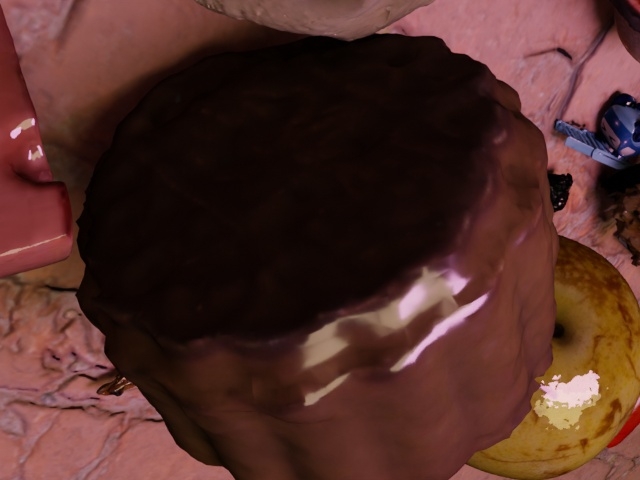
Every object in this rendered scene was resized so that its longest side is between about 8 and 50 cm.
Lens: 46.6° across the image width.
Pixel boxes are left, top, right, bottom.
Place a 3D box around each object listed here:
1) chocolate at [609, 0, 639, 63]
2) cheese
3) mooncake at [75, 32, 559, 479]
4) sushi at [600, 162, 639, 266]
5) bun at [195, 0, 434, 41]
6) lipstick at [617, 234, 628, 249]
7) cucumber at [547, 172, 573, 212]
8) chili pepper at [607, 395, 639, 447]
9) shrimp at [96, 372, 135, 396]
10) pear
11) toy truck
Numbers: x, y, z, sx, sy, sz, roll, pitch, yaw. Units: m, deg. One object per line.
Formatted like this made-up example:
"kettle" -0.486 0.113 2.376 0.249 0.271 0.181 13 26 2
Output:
"chocolate" 0.345 -0.228 0.699 0.221 0.221 0.147 -32 164 -9
"cheese" -0.211 -0.039 0.420 0.128 0.177 0.203 -17 134 -25
"mooncake" 0.000 0.000 0.508 0.324 0.324 0.187 -32 137 -10
"sushi" 0.421 -0.050 0.891 0.115 0.147 0.212 -34 161 -13
"bun" 0.008 -0.241 0.422 0.273 0.168 0.273 -15 126 -21
"lipstick" 0.541 0.029 1.122 0.289 0.076 0.077 23 108 -48
"cucumber" 0.212 -0.051 0.827 0.181 0.053 0.053 -5 128 -31
"chili pepper" 0.465 0.272 1.234 0.131 0.134 0.338 -17 133 -43
"shrimp" -0.159 0.101 0.698 0.127 0.025 0.091 -33 138 -15
"pear" 0.219 0.127 0.833 0.283 0.283 0.284 -20 135 -22
"toy truck" 0.334 -0.127 0.847 0.136 0.063 0.074 14 135 -39
